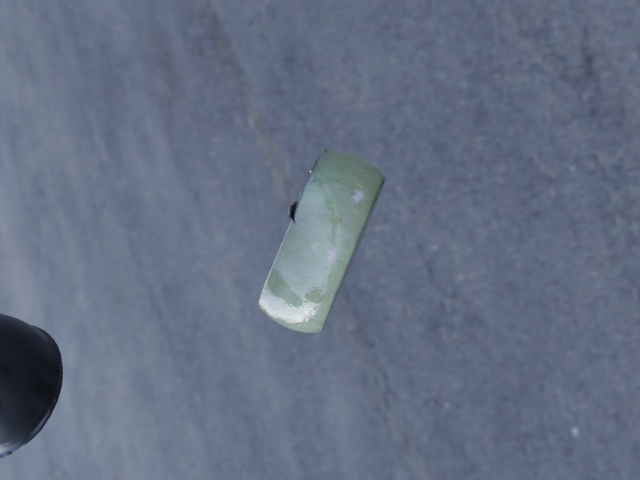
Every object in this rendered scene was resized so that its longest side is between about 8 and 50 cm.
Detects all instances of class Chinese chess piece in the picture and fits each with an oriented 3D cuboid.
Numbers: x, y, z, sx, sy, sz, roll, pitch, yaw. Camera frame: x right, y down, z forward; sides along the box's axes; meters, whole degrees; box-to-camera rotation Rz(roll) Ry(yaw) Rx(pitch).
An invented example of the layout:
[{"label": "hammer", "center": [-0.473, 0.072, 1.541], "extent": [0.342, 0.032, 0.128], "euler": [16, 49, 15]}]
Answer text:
[{"label": "Chinese chess piece", "center": [0.000, 0.000, 1.201], "extent": [0.144, 0.058, 0.144], "euler": [24, -90, -88]}]

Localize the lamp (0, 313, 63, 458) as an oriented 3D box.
[{"label": "lamp", "center": [-0.359, 0.087, 1.432], "extent": [0.227, 0.147, 0.172], "euler": [50, -157, -49]}]
